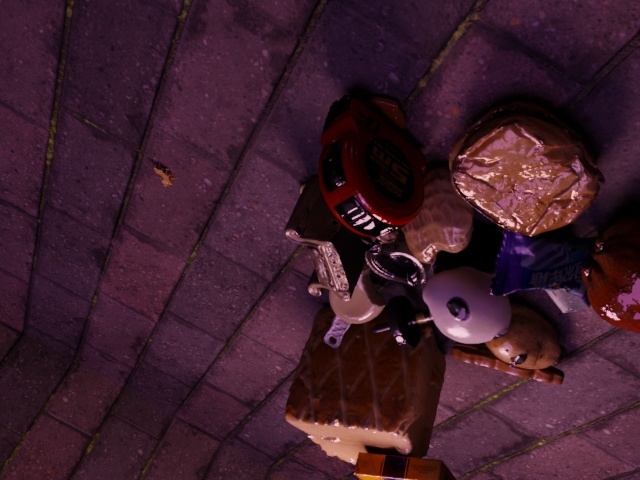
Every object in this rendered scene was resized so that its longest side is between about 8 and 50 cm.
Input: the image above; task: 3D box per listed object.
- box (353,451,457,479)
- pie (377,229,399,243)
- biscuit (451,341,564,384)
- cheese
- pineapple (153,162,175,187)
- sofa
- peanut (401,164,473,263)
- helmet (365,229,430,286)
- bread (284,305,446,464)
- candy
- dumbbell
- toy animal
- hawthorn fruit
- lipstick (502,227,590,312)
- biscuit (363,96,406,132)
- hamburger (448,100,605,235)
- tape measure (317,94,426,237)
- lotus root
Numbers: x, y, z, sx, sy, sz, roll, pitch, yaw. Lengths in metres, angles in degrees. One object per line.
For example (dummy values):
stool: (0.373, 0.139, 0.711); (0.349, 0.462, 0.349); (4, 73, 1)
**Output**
box: (0.227, 0.629, 1.958); (0.237, 0.070, 0.152); (-4, 142, 26)
pie: (0.122, -0.081, 1.660); (0.046, 0.195, 0.195); (-27, 121, 23)
biscuit: (0.498, 0.321, 1.963); (0.295, 0.186, 0.044); (13, 97, 13)
cheese: (0.066, 0.169, 1.993); (0.249, 0.071, 0.163); (-42, 84, 26)
pineapple: (-0.419, -0.174, 1.996); (0.045, 0.019, 0.083); (10, 142, 29)
sofa: (0.000, 0.000, 1.811); (0.182, 0.200, 0.258); (4, 140, 23)
peanut: (0.252, -0.053, 1.634); (0.110, 0.196, 0.233); (-2, 162, -35)
helmet: (0.201, 0.030, 1.811); (0.153, 0.107, 0.177); (37, 161, -19)
bread: (0.140, 0.408, 2.083); (0.371, 0.389, 0.279); (1, 146, 25)
candy: (0.489, 0.054, 1.572); (0.275, 0.145, 0.070); (5, -169, -19)
dumbbell: (0.279, 0.194, 1.897); (0.326, 0.143, 0.143); (-19, 126, 27)
toy animal: (0.342, 0.113, 1.696); (0.213, 0.266, 0.212); (17, 149, 10)
hawthorn fruit: (0.662, 0.076, 1.485); (0.262, 0.258, 0.258); (41, 151, 29)
lipstick: (0.513, 0.046, 1.664); (0.076, 0.077, 0.289); (-19, 124, 44)
biscuit: (0.127, -0.257, 1.570); (0.102, 0.019, 0.130); (26, 146, -8)
hamburger: (0.400, -0.137, 1.454); (0.283, 0.144, 0.259); (42, 129, -14)
tape measure: (0.100, -0.137, 1.519); (0.253, 0.260, 0.114); (33, 142, -28)
lotus root: (0.500, 0.246, 1.850); (0.257, 0.154, 0.140); (30, 136, -19)
